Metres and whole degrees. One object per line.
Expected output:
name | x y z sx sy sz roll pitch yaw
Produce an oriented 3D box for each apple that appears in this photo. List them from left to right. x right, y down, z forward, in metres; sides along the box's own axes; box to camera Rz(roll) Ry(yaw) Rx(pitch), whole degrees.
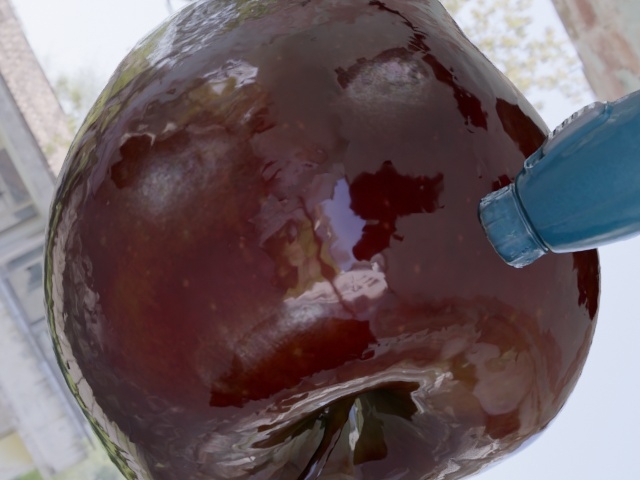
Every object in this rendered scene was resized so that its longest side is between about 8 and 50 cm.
apple | 0.000 0.000 0.583 0.317 0.288 0.288 -98 175 -47

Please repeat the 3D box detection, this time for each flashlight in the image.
flashlight | 0.111 -0.027 0.328 0.051 0.129 0.051 49 22 -28
